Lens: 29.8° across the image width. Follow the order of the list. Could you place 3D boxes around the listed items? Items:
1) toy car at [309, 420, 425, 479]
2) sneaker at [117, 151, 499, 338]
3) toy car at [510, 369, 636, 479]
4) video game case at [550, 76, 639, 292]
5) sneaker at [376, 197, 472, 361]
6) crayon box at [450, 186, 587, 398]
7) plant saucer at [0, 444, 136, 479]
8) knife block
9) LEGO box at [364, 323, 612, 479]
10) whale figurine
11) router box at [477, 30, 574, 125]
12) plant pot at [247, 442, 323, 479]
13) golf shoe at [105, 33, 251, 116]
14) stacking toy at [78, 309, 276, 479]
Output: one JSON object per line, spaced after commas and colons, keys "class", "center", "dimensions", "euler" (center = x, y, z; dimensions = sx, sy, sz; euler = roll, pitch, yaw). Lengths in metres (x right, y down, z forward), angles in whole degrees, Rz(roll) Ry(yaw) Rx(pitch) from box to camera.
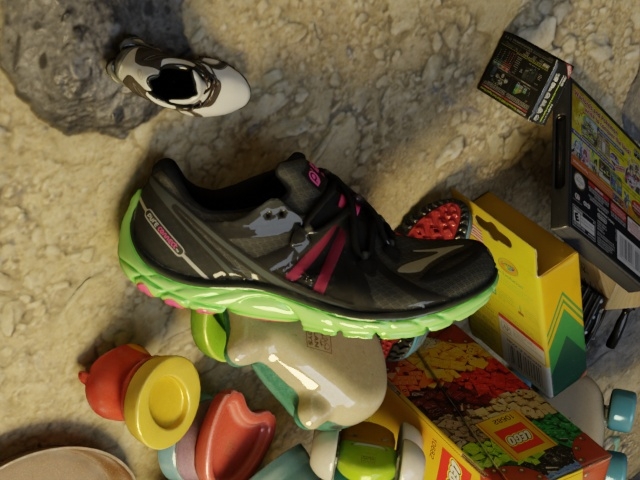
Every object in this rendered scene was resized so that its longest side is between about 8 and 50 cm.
{"class": "toy car", "center": [0.062, 0.328, 1.706], "dimensions": [0.159, 0.182, 0.136], "euler": [10, 98, 1]}
{"class": "sneaker", "center": [0.000, 0.000, 1.479], "dimensions": [0.483, 0.185, 0.202], "euler": [8, 103, -13]}
{"class": "toy car", "center": [0.435, 0.341, 2.147], "dimensions": [0.238, 0.219, 0.210], "euler": [40, 59, -76]}
{"class": "video game case", "center": [0.428, -0.080, 1.841], "dimensions": [0.275, 0.035, 0.248], "euler": [31, 57, -45]}
{"class": "sneaker", "center": [0.154, 0.053, 1.803], "dimensions": [0.125, 0.104, 0.261], "euler": [-3, 122, -64]}
{"class": "crayon box", "center": [0.303, 0.066, 1.830], "dimensions": [0.081, 0.202, 0.318], "euler": [-31, 134, -17]}
{"class": "plant saucer", "center": [-0.393, 0.393, 1.623], "dimensions": [0.311, 0.050, 0.310], "euler": [-21, 130, -26]}
{"class": "knife block", "center": [0.519, 0.059, 2.077], "dimensions": [0.276, 0.088, 0.242], "euler": [-39, 136, -10]}
{"class": "LEGO box", "center": [0.213, 0.448, 1.901], "dimensions": [0.193, 0.372, 0.500], "euler": [-14, 127, -31]}
{"class": "whale figurine", "center": [-0.038, 0.162, 1.624], "dimensions": [0.272, 0.216, 0.141], "euler": [21, 139, -37]}
{"class": "router box", "center": [0.284, -0.226, 1.671], "dimensions": [0.038, 0.122, 0.092], "euler": [12, 111, -38]}
{"class": "plant pot", "center": [-0.073, 0.463, 1.724], "dimensions": [0.293, 0.196, 0.293], "euler": [-40, 168, -11]}
{"class": "golf shoe", "center": [-0.150, -0.173, 1.392], "dimensions": [0.198, 0.094, 0.077], "euler": [8, 112, -43]}
{"class": "stacking toy", "center": [-0.173, 0.182, 1.646], "dimensions": [0.279, 0.130, 0.309], "euler": [-63, 144, -24]}
